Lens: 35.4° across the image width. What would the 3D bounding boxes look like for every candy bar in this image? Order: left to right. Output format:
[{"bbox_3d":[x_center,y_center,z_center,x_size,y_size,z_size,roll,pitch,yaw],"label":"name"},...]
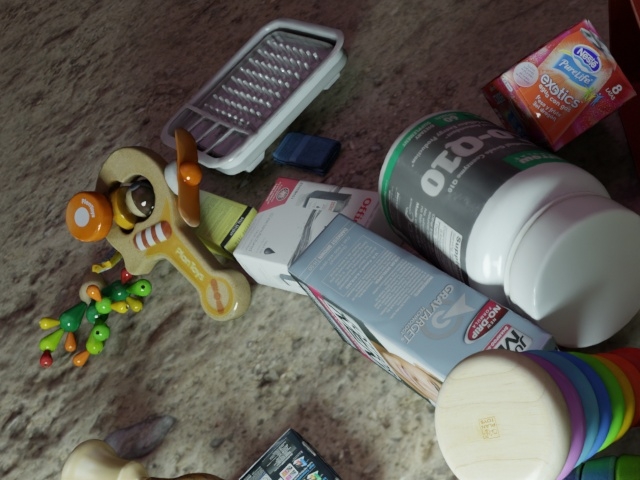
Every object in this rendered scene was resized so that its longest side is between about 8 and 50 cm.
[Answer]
[{"bbox_3d":[-0.350,0.019,1.736,0.040,0.018,0.161,-18,16,18],"label":"candy bar"}]

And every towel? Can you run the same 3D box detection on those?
[{"bbox_3d":[-0.023,-0.150,1.698,0.119,0.029,0.067,17,65,42],"label":"towel"}]

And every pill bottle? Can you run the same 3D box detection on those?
[{"bbox_3d":[0.236,-0.022,1.258,0.204,0.204,0.361,-42,33,-4],"label":"pill bottle"}]

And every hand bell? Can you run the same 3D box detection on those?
[{"bbox_3d":[-0.221,0.334,1.362,0.242,0.126,0.126,-6,52,29],"label":"hand bell"}]

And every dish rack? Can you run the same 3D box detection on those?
[{"bbox_3d":[-0.110,-0.251,1.788,0.333,0.072,0.285,-48,35,-10],"label":"dish rack"}]

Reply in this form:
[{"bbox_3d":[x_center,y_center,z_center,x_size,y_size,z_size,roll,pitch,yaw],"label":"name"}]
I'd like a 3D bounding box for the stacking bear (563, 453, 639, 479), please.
[{"bbox_3d":[0.352,0.293,1.008,0.289,0.164,0.175,-9,51,21],"label":"stacking bear"}]

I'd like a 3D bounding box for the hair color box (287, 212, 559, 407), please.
[{"bbox_3d":[0.141,0.123,1.254,0.113,0.185,0.374,-48,44,-11],"label":"hair color box"}]

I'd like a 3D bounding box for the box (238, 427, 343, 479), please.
[{"bbox_3d":[-0.058,0.373,1.277,0.220,0.051,0.175,-45,44,-7],"label":"box"}]

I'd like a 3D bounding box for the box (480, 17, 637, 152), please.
[{"bbox_3d":[0.314,-0.200,1.359,0.128,0.123,0.257,-35,2,4],"label":"box"}]

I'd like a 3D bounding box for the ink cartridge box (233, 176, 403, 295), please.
[{"bbox_3d":[0.000,0.000,1.516,0.217,0.092,0.159,12,63,37],"label":"ink cartridge box"}]

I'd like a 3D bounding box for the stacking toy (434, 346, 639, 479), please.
[{"bbox_3d":[0.263,0.169,1.040,0.141,0.330,0.141,1,91,41],"label":"stacking toy"}]

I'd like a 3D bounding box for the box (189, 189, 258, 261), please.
[{"bbox_3d":[-0.198,-0.035,1.698,0.232,0.058,0.087,18,67,41],"label":"box"}]

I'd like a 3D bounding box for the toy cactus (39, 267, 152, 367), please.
[{"bbox_3d":[-0.388,0.107,1.688,0.219,0.112,0.180,-41,33,10],"label":"toy cactus"}]

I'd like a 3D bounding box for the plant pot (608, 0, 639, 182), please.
[{"bbox_3d":[0.509,-0.225,1.267,0.235,0.267,0.267,-10,50,9],"label":"plant pot"}]

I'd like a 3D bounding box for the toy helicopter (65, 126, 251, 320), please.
[{"bbox_3d":[-0.227,-0.020,1.602,0.355,0.140,0.235,45,112,21],"label":"toy helicopter"}]
